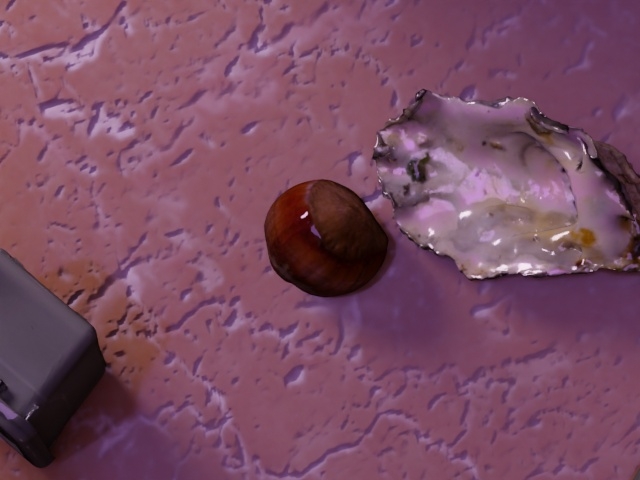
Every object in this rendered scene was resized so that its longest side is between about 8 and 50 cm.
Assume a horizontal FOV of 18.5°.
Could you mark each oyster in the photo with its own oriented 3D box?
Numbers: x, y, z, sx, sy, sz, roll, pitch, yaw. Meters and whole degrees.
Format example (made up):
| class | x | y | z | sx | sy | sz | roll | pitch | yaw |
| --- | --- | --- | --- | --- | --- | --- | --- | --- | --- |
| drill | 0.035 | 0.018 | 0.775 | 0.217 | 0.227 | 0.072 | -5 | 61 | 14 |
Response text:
| class | x | y | z | sx | sy | sz | roll | pitch | yaw |
| --- | --- | --- | --- | --- | --- | --- | --- | --- | --- |
| oyster | 0.138 | -0.040 | 1.352 | 0.209 | 0.072 | 0.133 | 1 | 94 | 27 |

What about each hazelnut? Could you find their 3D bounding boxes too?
| class | x | y | z | sx | sy | sz | roll | pitch | yaw |
| --- | --- | --- | --- | --- | --- | --- | --- | --- | --- |
| hazelnut | 0.000 | 0.000 | 1.361 | 0.086 | 0.086 | 0.086 | 0 | 88 | 7 |

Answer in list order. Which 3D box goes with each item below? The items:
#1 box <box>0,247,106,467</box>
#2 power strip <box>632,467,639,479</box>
| class | x | y | z | sx | sy | sz | roll | pitch | yaw |
| --- | --- | --- | --- | --- | --- | --- | --- | --- | --- |
| box | -0.211 | 0.077 | 1.343 | 0.124 | 0.172 | 0.093 | 40 | 77 | 6 |
| power strip | 0.269 | 0.141 | 1.335 | 0.080 | 0.048 | 0.286 | 33 | 94 | 8 |
